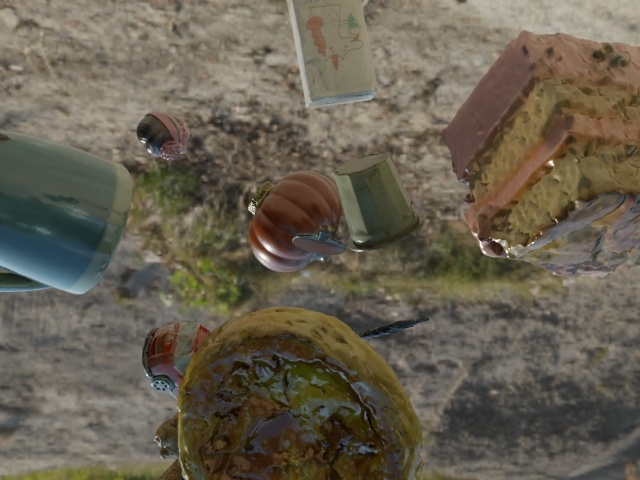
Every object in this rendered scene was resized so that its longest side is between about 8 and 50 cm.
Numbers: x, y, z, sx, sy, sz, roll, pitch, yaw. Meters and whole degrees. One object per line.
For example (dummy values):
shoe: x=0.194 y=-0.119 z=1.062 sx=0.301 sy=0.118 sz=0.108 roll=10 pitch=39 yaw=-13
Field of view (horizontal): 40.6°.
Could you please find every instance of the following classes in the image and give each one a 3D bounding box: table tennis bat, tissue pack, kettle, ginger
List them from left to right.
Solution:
kettle: x=-0.546 y=-0.040 z=1.475 sx=0.342 sy=0.319 sz=0.247 roll=20 pitch=-157 yaw=-31
ginger: x=-0.236 y=0.358 z=1.464 sx=0.133 sy=0.214 sz=0.059 roll=25 pitch=-167 yaw=-47
table tennis bat: x=0.000 y=0.000 z=1.484 sx=0.095 sy=0.014 sz=0.158 roll=13 pitch=165 yaw=-3
tissue pack: x=0.007 y=-0.158 z=0.656 sx=0.056 sy=0.108 sz=0.023 roll=-9 pitch=176 yaw=-10

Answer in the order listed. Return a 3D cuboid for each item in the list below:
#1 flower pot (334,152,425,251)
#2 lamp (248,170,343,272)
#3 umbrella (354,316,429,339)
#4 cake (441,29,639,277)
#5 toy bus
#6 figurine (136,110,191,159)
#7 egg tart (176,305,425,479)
flower pot: x=0.140 y=-0.108 z=2.182 sx=0.212 sy=0.203 sz=0.212 roll=-17 pitch=-163 yaw=5
lamp: x=-0.050 y=-0.038 z=1.779 sx=0.196 sy=0.223 sz=0.223 roll=34 pitch=170 yaw=5
umbrella: x=0.101 y=0.193 z=1.730 sx=0.269 sy=0.044 sz=0.044 roll=-14 pitch=173 yaw=31
cake: x=0.383 y=-0.118 z=1.318 sx=0.314 sy=0.307 sz=0.293 roll=3 pitch=146 yaw=-31
toy bus: x=-0.208 y=0.253 z=1.589 sx=0.119 sy=0.121 sz=0.265 roll=-21 pitch=127 yaw=24
figurine: x=-0.210 y=-0.140 z=1.184 sx=0.054 sy=0.072 sz=0.129 roll=-30 pitch=-176 yaw=5
egg tart: x=-0.022 y=0.206 z=0.950 sx=0.290 sy=0.290 sz=0.115 roll=-2 pitch=-170 yaw=15
